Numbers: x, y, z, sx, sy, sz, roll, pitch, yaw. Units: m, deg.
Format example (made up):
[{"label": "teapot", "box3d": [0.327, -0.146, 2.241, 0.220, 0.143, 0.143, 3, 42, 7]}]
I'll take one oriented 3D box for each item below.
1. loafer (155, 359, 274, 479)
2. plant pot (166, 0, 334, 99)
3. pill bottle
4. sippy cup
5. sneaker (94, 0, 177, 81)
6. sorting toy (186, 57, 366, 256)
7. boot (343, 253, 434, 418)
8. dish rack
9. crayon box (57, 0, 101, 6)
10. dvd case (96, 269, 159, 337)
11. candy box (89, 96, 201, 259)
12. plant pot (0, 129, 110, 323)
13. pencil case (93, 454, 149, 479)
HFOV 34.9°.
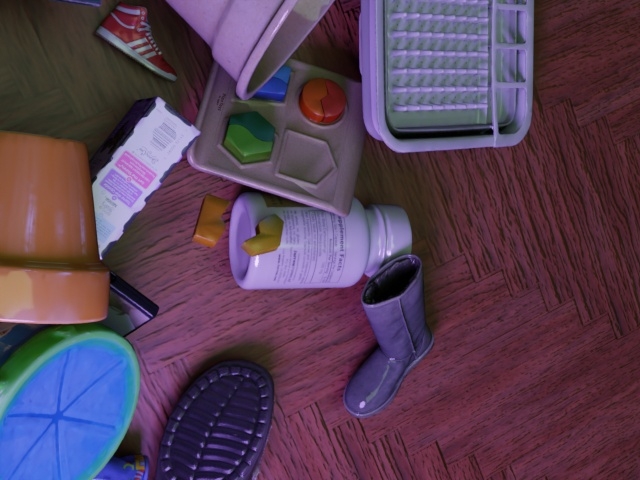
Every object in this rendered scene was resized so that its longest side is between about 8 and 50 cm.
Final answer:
[{"label": "loafer", "box3d": [-0.160, 0.339, 1.392, 0.134, 0.130, 0.365, 20, 80, 12]}, {"label": "plant pot", "box3d": [-0.112, -0.391, 1.206, 0.305, 0.334, 0.333, 37, 84, -2]}, {"label": "pill bottle", "box3d": [0.000, 0.000, 1.384, 0.229, 0.131, 0.131, 0, 97, -20]}, {"label": "sippy cup", "box3d": [-0.372, 0.167, 1.200, 0.240, 0.224, 0.305, -45, 144, -31]}, {"label": "sneaker", "box3d": [-0.224, -0.260, 1.317, 0.118, 0.042, 0.067, 34, 88, -18]}, {"label": "sorting toy", "box3d": [-0.053, -0.115, 1.312, 0.229, 0.041, 0.307, 19, 61, -14]}, {"label": "boot", "box3d": [0.087, 0.136, 1.406, 0.076, 0.208, 0.189, 32, 71, 23]}, {"label": "dish rack", "box3d": [0.168, -0.268, 1.394, 0.333, 0.072, 0.285, -9, 102, -43]}, {"label": "crayon box", "box3d": [-0.371, -0.385, 1.141, 0.083, 0.323, 0.203, -8, 111, -54]}, {"label": "dvd case", "box3d": [-0.345, 0.048, 1.255, 0.253, 0.180, 0.022, 40, 45, -20]}, {"label": "candy box", "box3d": [-0.249, -0.081, 1.266, 0.070, 0.165, 0.196, 39, 83, -19]}, {"label": "plant pot", "box3d": [-0.322, -0.018, 1.078, 0.205, 0.205, 0.187, 5, 92, -20]}, {"label": "pencil case", "box3d": [-0.368, 0.312, 1.293, 0.306, 0.133, 0.119, 14, 74, -22]}]
